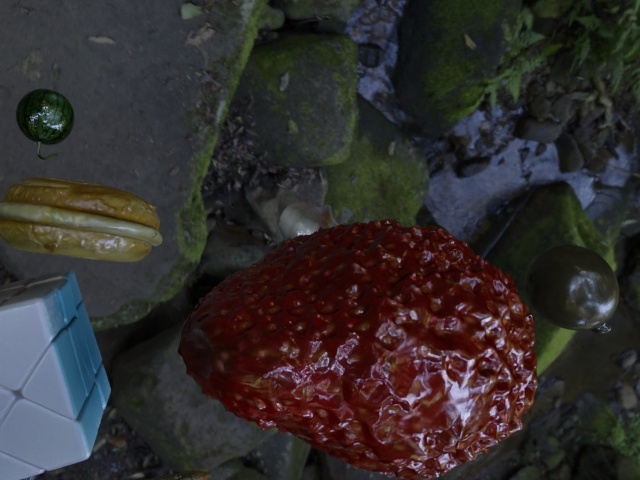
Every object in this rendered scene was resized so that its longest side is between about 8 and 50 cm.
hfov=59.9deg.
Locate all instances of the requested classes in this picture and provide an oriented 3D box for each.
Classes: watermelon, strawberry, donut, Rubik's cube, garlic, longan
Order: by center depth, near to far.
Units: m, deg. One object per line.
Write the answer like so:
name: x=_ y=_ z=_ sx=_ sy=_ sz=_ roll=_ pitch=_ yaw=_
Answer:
strawberry: x=0.042 y=0.081 z=0.498 sx=0.261 sy=0.261 sz=0.257 roll=-40 pitch=130 yaw=-1
longan: x=0.297 y=0.061 z=0.651 sx=0.106 sy=0.106 sz=0.119 roll=-41 pitch=102 yaw=-1
garlic: x=0.002 y=-0.005 z=1.068 sx=0.175 sy=0.124 sz=0.099 roll=34 pitch=109 yaw=4
Rubik's cube: x=-0.626 y=0.263 z=1.086 sx=0.319 sy=0.316 sz=0.321 roll=-14 pitch=99 yaw=-12
watermelon: x=-0.736 y=-0.311 z=1.483 sx=0.141 sy=0.141 sz=0.187 roll=11 pitch=75 yaw=-30
donut: x=-0.637 y=-0.047 z=1.497 sx=0.449 sy=0.449 sz=0.197 roll=11 pitch=85 yaw=-30

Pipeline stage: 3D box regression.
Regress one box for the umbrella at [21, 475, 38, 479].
umbrella: x=-0.646 y=0.513 z=1.303 sx=0.269 sy=0.044 sz=0.044 roll=-45 pitch=138 yaw=8

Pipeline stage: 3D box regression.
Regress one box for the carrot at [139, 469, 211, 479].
carrot: x=-0.426 y=0.702 z=1.578 sx=0.263 sy=0.102 sz=0.101 roll=2 pitch=117 yaw=-44
